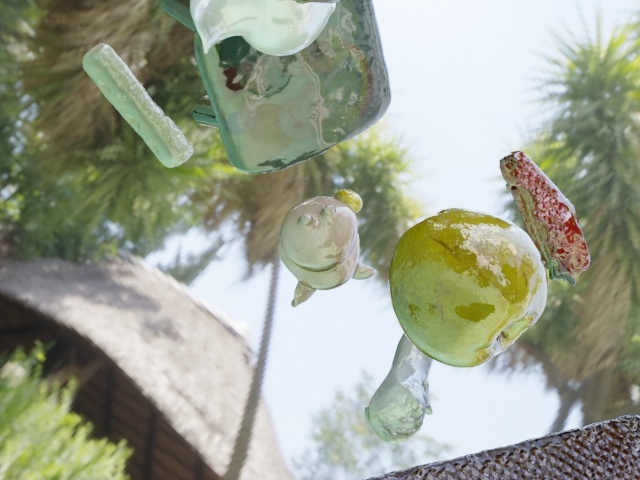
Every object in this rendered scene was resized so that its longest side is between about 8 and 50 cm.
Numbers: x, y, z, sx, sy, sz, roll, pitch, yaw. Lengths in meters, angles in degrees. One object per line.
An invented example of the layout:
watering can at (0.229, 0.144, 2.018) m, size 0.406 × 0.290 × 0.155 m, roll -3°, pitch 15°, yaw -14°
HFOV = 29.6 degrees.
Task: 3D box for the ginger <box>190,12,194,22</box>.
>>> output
ginger at (-0.110, -0.305, 1.358) m, size 0.057 × 0.137 × 0.044 m, roll 18°, pitch -11°, yaw -22°

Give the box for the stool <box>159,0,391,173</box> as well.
stool at (-0.073, -0.312, 2.009) m, size 0.226 × 0.310 × 0.310 m, roll 49°, pitch -23°, yaw 52°

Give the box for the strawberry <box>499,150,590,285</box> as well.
strawberry at (0.235, -0.025, 1.253) m, size 0.104 × 0.048 × 0.152 m, roll -141°, pitch -151°, yaw -83°

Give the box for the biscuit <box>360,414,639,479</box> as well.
biscuit at (0.172, 0.266, 1.202) m, size 0.073 × 0.388 × 0.107 m, roll 121°, pitch -45°, yaw -55°

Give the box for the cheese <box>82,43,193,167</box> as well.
cheese at (-0.246, -0.180, 1.627) m, size 0.194 × 0.043 × 0.065 m, roll 50°, pitch -19°, yaw -10°

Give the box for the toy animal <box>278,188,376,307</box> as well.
toy animal at (0.003, 0.000, 2.114) m, size 0.248 × 0.165 × 0.149 m, roll 75°, pitch 3°, yaw -62°

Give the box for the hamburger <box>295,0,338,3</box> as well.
hamburger at (0.004, -0.332, 0.894) m, size 0.277 × 0.318 × 0.195 m, roll 30°, pitch -31°, yaw 41°

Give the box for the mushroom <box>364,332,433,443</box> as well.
mushroom at (0.140, 0.224, 1.974) m, size 0.099 × 0.278 × 0.096 m, roll 2°, pitch -55°, yaw 17°

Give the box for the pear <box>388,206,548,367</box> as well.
pear at (0.189, 0.054, 1.590) m, size 0.209 × 0.209 × 0.209 m, roll 35°, pitch -25°, yaw 19°

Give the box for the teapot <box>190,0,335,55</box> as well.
teapot at (-0.062, -0.296, 1.247) m, size 0.139 × 0.298 × 0.204 m, roll -10°, pitch -52°, yaw 9°
